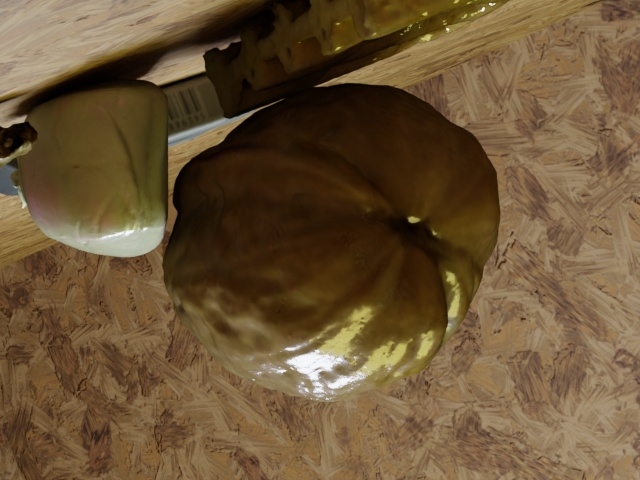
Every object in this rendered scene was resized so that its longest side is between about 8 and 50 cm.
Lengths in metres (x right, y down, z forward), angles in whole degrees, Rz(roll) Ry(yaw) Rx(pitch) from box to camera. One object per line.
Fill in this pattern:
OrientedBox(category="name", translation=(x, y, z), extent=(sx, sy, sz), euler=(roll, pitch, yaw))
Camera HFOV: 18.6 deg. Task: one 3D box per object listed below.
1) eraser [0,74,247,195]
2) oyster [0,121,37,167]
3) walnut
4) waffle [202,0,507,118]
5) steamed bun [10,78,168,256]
OrientedBox(category="eraser", translation=(-0.220, -0.115, 2.103), extent=(0.352, 0.061, 0.089), euler=(-22, 180, -34))
OrientedBox(category="oyster", translation=(-0.413, -0.043, 1.722), extent=(0.345, 0.079, 0.128), euler=(-23, -159, -12))
OrientedBox(category="walnut", translation=(0.003, 0.001, 1.869), extent=(0.306, 0.306, 0.344), euler=(-21, -167, -32))
OrientedBox(category="waffle", translation=(0.085, -0.226, 1.819), extent=(0.304, 0.077, 0.348), euler=(-22, 180, -27))
OrientedBox(category="steamed bun", translation=(-0.220, -0.068, 1.862), extent=(0.152, 0.170, 0.238), euler=(-1, 178, -5))
